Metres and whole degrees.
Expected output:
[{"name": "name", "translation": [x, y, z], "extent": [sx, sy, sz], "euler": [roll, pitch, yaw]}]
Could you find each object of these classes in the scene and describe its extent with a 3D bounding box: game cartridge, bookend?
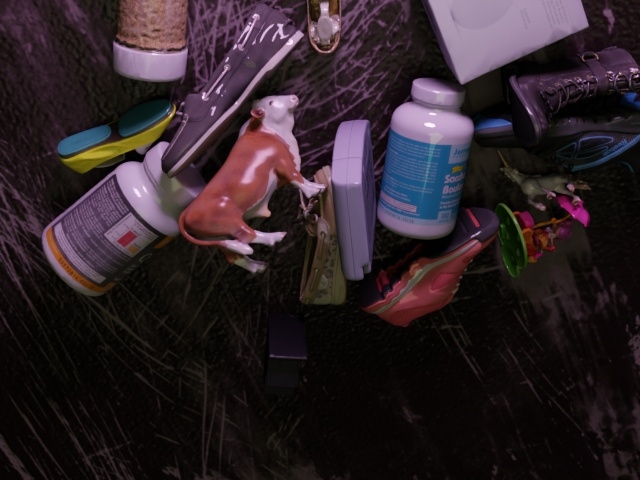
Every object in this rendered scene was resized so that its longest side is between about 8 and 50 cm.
[{"name": "game cartridge", "translation": [0.059, -0.088, 1.485], "extent": [0.062, 0.297, 0.198], "euler": [-7, 115, 9]}, {"name": "bookend", "translation": [-0.071, 0.248, 1.714], "extent": [0.072, 0.157, 0.156], "euler": [4, 115, -5]}]

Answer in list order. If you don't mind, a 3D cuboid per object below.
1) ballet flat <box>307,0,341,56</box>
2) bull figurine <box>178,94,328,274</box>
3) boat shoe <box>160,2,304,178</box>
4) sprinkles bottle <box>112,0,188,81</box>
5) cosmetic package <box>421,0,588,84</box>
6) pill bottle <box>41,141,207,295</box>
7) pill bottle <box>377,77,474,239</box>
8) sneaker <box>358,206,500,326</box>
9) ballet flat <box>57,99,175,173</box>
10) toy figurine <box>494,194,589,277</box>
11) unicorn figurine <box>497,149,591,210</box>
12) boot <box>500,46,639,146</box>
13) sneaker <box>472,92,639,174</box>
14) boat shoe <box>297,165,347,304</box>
[{"name": "ballet flat", "translation": [0.008, -0.403, 1.454], "extent": [0.073, 0.067, 0.206], "euler": [-7, 116, 0]}, {"name": "bull figurine", "translation": [-0.102, -0.099, 1.494], "extent": [0.188, 0.101, 0.310], "euler": [35, 77, 5]}, {"name": "boat shoe", "translation": [-0.167, -0.251, 1.460], "extent": [0.095, 0.112, 0.335], "euler": [41, 81, -4]}, {"name": "sprinkles bottle", "translation": [-0.261, -0.436, 1.390], "extent": [0.121, 0.121, 0.355], "euler": [5, 115, -7]}, {"name": "cosmetic package", "translation": [0.281, -0.413, 1.430], "extent": [0.225, 0.138, 0.224], "euler": [-23, 115, 8]}, {"name": "pill bottle", "translation": [-0.341, -0.039, 1.554], "extent": [0.278, 0.162, 0.162], "euler": [-36, 113, 14]}, {"name": "pill bottle", "translation": [0.187, -0.146, 1.548], "extent": [0.146, 0.146, 0.264], "euler": [4, 116, -6]}, {"name": "sneaker", "translation": [0.224, 0.055, 1.684], "extent": [0.314, 0.116, 0.136], "euler": [-37, 123, 21]}, {"name": "ballet flat", "translation": [-0.346, -0.177, 1.545], "extent": [0.231, 0.077, 0.077], "euler": [-20, 137, 9]}, {"name": "toy figurine", "translation": [0.428, -0.017, 1.659], "extent": [0.159, 0.130, 0.173], "euler": [-19, 138, -5]}, {"name": "unicorn figurine", "translation": [0.405, -0.103, 1.618], "extent": [0.162, 0.111, 0.060], "euler": [5, 122, -27]}, {"name": "boot", "translation": [0.426, -0.255, 1.459], "extent": [0.229, 0.263, 0.091], "euler": [-7, 127, 7]}, {"name": "sneaker", "translation": [0.434, -0.175, 1.565], "extent": [0.341, 0.125, 0.139], "euler": [-1, 121, -1]}, {"name": "boat shoe", "translation": [0.000, 0.000, 1.628], "extent": [0.089, 0.104, 0.285], "euler": [-5, 117, -5]}]
